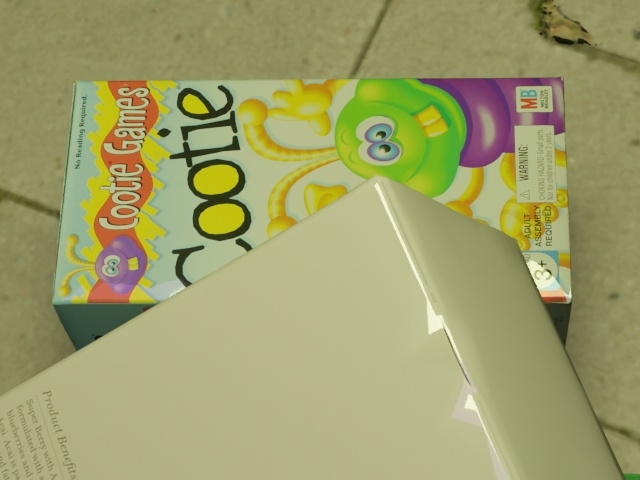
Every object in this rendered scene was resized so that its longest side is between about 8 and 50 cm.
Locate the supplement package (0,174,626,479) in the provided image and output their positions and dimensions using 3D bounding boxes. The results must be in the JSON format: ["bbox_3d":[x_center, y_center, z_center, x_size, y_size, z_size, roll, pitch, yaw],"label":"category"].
[{"bbox_3d":[-0.025,0.126,0.831,0.293,0.175,0.177,-29,69,19],"label":"supplement package"}]

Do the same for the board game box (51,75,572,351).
[{"bbox_3d":[0.000,0.000,1.006,0.275,0.144,0.142,0,64,3],"label":"board game box"}]

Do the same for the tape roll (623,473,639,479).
[{"bbox_3d":[0.159,0.283,0.898,0.321,0.077,0.321,-1,65,3],"label":"tape roll"}]
